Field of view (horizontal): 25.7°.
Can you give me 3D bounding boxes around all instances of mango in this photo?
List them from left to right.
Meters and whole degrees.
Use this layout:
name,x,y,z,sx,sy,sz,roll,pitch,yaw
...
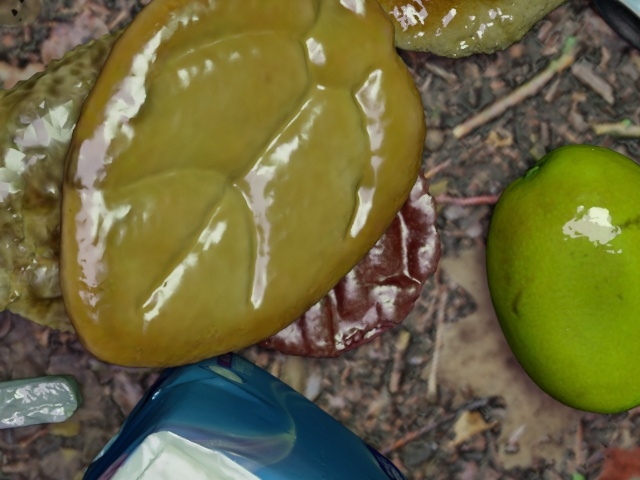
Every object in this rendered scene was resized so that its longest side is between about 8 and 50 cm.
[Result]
name,x,y,z,sx,sy,sz,roll,pitch,yaw
mango,0.158,0.024,0.848,0.117,0.089,0.163,3,95,-2

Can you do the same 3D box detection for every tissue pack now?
name,x,y,z,sx,sy,sz,roll,pitch,yaw
tissue pack,-0.037,0.171,0.765,0.198,0.263,0.146,37,92,-4

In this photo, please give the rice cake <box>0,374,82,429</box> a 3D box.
name,x,y,z,sx,sy,sz,roll,pitch,yaw
rice cake,-0.239,0.107,0.866,0.180,0.042,0.030,-6,92,-2

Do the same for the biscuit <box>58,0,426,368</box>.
name,x,y,z,sx,sy,sz,roll,pitch,yaw
biscuit,-0.045,-0.038,0.784,0.203,0.041,0.260,46,75,-30

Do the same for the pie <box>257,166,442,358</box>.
name,x,y,z,sx,sy,sz,roll,pitch,yaw
pie,0.000,0.000,0.869,0.153,0.038,0.153,0,94,-5

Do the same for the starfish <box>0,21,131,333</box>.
name,x,y,z,sx,sy,sz,roll,pitch,yaw
starfish,-0.236,-0.074,0.759,0.432,0.082,0.324,5,93,-14

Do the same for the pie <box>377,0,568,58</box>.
name,x,y,z,sx,sy,sz,roll,pitch,yaw
pie,0.086,-0.194,0.838,0.193,0.079,0.163,-30,98,1

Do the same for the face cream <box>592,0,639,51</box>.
name,x,y,z,sx,sy,sz,roll,pitch,yaw
face cream,0.265,-0.211,0.841,0.075,0.075,0.229,43,92,-4
